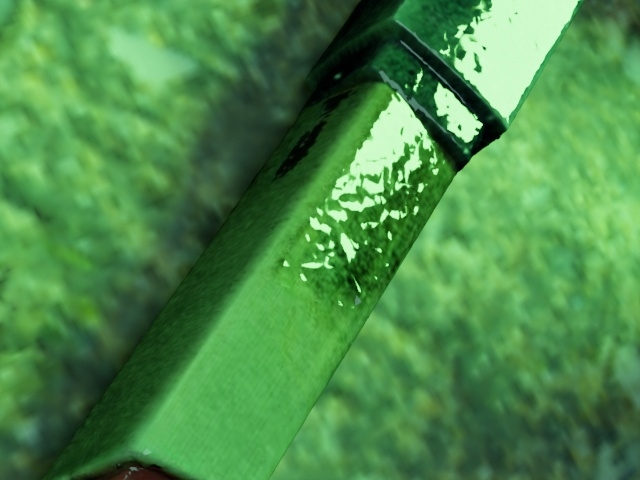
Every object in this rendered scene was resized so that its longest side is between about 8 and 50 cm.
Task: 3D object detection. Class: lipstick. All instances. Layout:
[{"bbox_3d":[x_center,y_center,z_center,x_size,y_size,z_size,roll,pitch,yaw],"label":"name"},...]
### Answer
[{"bbox_3d":[0.000,0.000,0.500,0.051,0.051,0.312,44,53,-16],"label":"lipstick"}]
